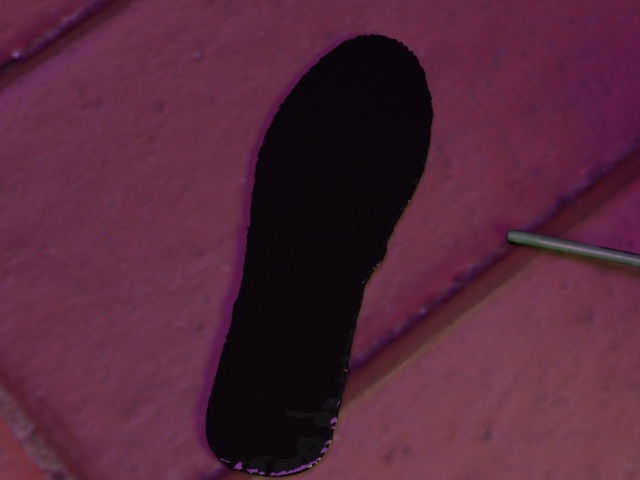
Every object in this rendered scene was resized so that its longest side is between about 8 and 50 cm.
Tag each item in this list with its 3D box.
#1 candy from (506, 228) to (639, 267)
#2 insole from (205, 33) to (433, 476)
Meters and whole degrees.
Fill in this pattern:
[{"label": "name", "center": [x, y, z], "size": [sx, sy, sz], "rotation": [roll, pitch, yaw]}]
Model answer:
[{"label": "candy", "center": [0.207, 0.018, 1.052], "size": [0.201, 0.060, 0.060], "rotation": [14, 63, 21]}, {"label": "insole", "center": [0.000, 0.000, 1.097], "size": [0.109, 0.007, 0.322], "rotation": [8, 62, 12]}]
